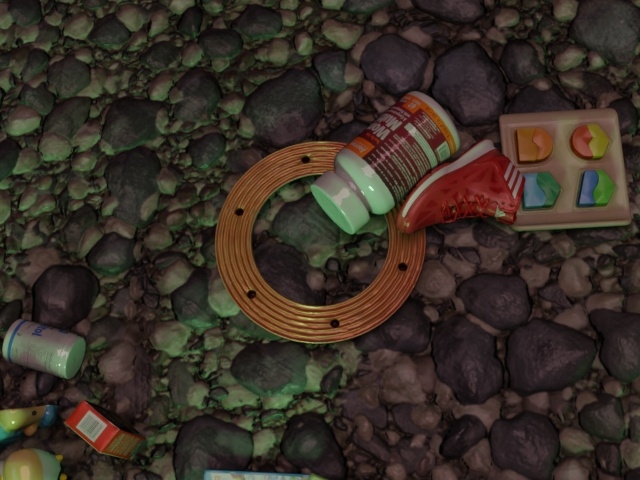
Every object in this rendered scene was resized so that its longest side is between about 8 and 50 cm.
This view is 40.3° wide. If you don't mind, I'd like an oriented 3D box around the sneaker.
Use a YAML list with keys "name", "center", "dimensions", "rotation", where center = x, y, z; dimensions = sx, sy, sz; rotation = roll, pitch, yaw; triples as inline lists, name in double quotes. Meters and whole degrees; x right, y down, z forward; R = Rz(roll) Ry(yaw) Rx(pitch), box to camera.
- name: "sneaker"
  center: [0.228, -0.058, 1.335]
  dimensions: [0.221, 0.087, 0.128]
  rotation: [-39, 66, -17]

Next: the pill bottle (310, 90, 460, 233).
- name: "pill bottle"
  center: [0.098, -0.118, 1.340]
  dimensions: [0.221, 0.121, 0.121]
  rotation: [-41, 75, -10]

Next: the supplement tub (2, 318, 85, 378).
- name: "supplement tub"
  center: [-0.425, 0.166, 1.340]
  dimensions: [0.107, 0.071, 0.071]
  rotation: [14, 74, 7]

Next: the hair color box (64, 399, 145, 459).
- name: "hair color box"
  center: [-0.309, 0.275, 1.261]
  dimensions: [0.072, 0.141, 0.043]
  rotation: [36, 77, 13]

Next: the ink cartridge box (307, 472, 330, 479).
- name: "ink cartridge box"
  center: [0.129, 0.430, 1.147]
  dimensions: [0.353, 0.207, 0.119]
  rotation: [21, 74, 6]

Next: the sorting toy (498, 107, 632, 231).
- name: "sorting toy"
  center: [0.392, -0.119, 1.398]
  dimensions: [0.192, 0.038, 0.208]
  rotation: [-3, 72, 3]

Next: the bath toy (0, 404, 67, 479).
- name: "bath toy"
  center: [-0.412, 0.416, 1.237]
  dimensions: [0.129, 0.151, 0.348]
  rotation: [-1, 69, -34]

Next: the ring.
- name: "ring"
  center: [0.000, 0.000, 1.389]
  dimensions: [0.336, 0.032, 0.337]
  rotation: [-1, 73, 4]

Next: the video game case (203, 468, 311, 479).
- name: "video game case"
  center: [-0.092, 0.400, 1.275]
  dimensions: [0.166, 0.015, 0.119]
  rotation: [2, 73, 4]
